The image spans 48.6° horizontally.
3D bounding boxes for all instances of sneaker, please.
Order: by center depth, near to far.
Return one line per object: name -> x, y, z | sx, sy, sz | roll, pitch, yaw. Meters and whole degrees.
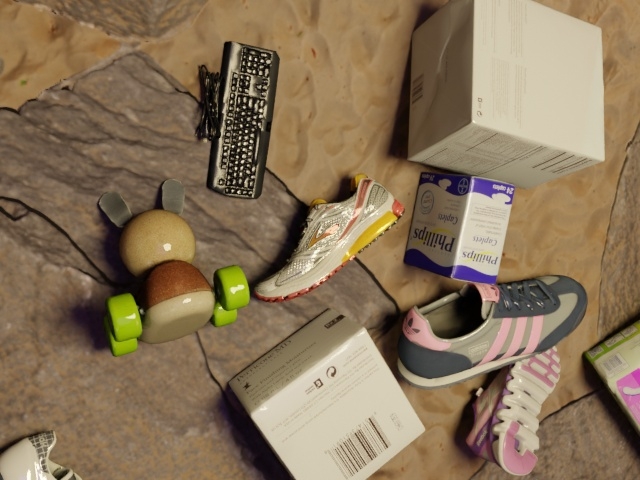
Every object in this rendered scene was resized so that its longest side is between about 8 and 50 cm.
sneaker -> -0.312, 0.344, 0.853 | 0.095, 0.090, 0.235 | -30, 110, -25
sneaker -> 0.000, 0.000, 0.935 | 0.225, 0.088, 0.092 | -40, 90, -12
sneaker -> 0.256, 0.103, 1.007 | 0.319, 0.112, 0.131 | -22, 133, -19
sneaker -> 0.284, 0.234, 1.073 | 0.095, 0.105, 0.236 | 38, 61, -22

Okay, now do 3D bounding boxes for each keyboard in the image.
keyboard -> -0.104, -0.149, 0.884 | 0.100, 0.038, 0.191 | 5, 95, -22

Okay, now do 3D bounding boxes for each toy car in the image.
toy car -> -0.194, 0.021, 0.848 | 0.155, 0.149, 0.188 | -14, 74, -23

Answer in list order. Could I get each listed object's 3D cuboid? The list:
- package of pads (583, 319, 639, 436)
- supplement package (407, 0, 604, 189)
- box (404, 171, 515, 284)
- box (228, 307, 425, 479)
package of pads -> 0.610, 0.240, 1.163 | 0.229, 0.101, 0.296 | -36, 112, 10
supplement package -> 0.239, -0.192, 0.929 | 0.203, 0.149, 0.194 | 11, 74, -23
box -> 0.187, -0.020, 0.972 | 0.072, 0.126, 0.137 | 8, 95, -24
box -> 0.008, 0.220, 0.940 | 0.181, 0.119, 0.181 | -36, 109, -13
